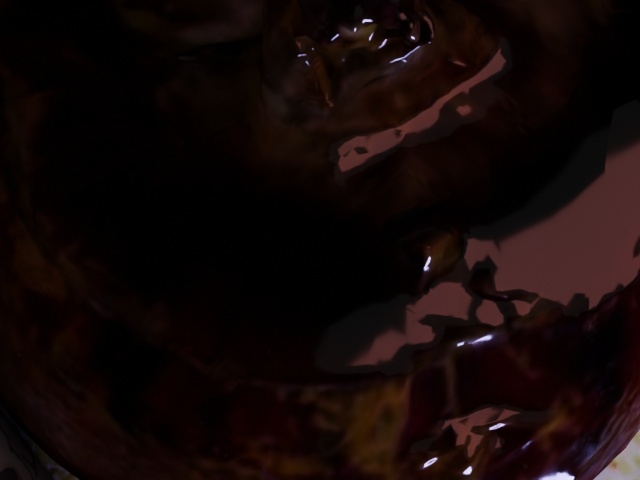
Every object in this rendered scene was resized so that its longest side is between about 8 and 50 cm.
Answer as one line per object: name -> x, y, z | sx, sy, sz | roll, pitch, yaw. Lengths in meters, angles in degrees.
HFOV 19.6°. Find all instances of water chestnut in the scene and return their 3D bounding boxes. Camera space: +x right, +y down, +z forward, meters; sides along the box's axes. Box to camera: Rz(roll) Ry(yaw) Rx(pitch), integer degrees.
water chestnut -> 0.011, -0.039, 0.751 | 0.302, 0.350, 0.350 | 102, 3, -63

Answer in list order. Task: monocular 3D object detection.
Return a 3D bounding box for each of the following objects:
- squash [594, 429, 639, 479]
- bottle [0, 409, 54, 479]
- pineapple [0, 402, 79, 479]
squash -> 0.128, 0.115, 1.073 | 0.234, 0.210, 0.309 | 36, 52, -30
bottle -> -0.165, 0.114, 0.743 | 0.253, 0.120, 0.120 | 58, 43, -30
pineapple -> -0.100, 0.085, 0.904 | 0.221, 0.047, 0.221 | 21, 65, -53
